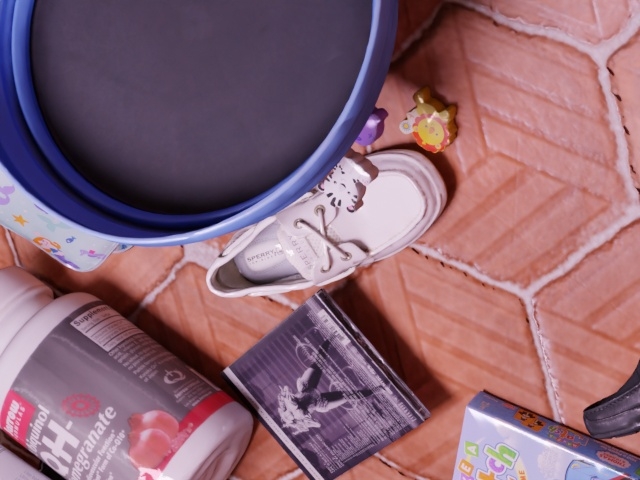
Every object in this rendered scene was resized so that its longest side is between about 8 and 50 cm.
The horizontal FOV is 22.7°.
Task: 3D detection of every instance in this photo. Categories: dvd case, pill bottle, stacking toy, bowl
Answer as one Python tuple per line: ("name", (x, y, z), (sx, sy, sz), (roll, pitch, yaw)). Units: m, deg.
("dvd case", (0.001, 0.156, 1.626), (0.164, 0.018, 0.221), (49, 141, 1))
("pill bottle", (-0.245, 0.167, 1.717), (0.318, 0.176, 0.176), (35, 127, 14))
("stacking toy", (-0.002, -0.129, 1.415), (0.221, 0.167, 0.052), (38, 129, 11))
("bowl", (-0.117, -0.186, 1.324), (0.391, 0.077, 0.391), (-3, 82, 23))

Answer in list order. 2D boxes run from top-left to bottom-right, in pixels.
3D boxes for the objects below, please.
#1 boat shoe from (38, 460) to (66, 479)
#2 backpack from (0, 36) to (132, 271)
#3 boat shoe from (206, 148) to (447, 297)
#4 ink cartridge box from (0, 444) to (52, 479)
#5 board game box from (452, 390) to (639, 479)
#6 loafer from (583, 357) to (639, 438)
("boat shoe", (-0.291, 0.311, 1.868), (0.108, 0.102, 0.301), (18, 122, 25))
("backpack", (-0.243, -0.110, 1.529), (0.253, 0.191, 0.225), (38, 133, -13))
("boat shoe", (0.000, 0.000, 1.524), (0.277, 0.096, 0.098), (-28, 96, 40))
("ink cartridge box", (-0.331, 0.385, 1.826), (0.324, 0.071, 0.330), (29, 138, 23))
("board game box", (0.229, 0.255, 1.538), (0.211, 0.039, 0.160), (22, 124, 24))
("loafer", (0.314, 0.104, 1.387), (0.223, 0.076, 0.078), (-35, 86, 35))
